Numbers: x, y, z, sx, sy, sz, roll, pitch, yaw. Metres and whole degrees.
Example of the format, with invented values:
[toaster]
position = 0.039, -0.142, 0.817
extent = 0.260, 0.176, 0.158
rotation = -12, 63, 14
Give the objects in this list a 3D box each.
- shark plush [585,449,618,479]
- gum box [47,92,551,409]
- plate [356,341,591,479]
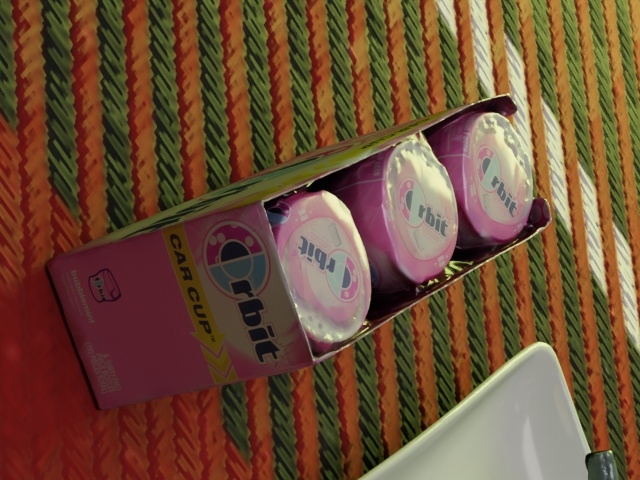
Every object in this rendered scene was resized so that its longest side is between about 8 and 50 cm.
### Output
[shark plush]
position = 0.140, 0.172, 0.847
extent = 0.073, 0.067, 0.161
rotation = 15, 67, -49
[gum box]
position = 0.000, 0.000, 0.769
extent = 0.188, 0.107, 0.062
rotation = -26, 99, -52
[plate]
position = 0.064, 0.216, 0.828
extent = 0.277, 0.045, 0.278
rotation = -29, 101, -53
